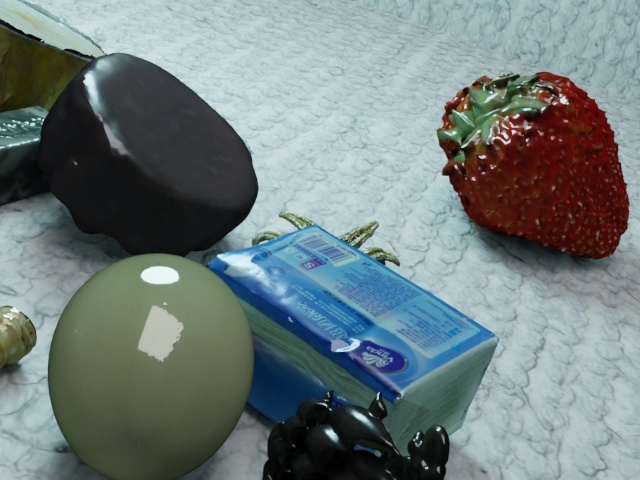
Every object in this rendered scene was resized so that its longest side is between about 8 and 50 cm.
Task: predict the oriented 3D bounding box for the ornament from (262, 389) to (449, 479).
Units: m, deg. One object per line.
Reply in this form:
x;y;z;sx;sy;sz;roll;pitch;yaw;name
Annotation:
0.009;0.214;0.782;0.106;0.260;0.251;13;24;-22;ornament

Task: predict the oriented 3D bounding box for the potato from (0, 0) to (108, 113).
-0.467;-0.249;1.505;0.246;0.196;0.300;40;15;23;potato

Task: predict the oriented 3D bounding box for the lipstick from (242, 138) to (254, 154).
-0.208;-0.110;1.526;0.059;0.059;0.264;34;29;31;lipstick

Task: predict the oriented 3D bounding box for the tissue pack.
0.019;0.113;1.115;0.263;0.146;0.198;33;31;28;tissue pack

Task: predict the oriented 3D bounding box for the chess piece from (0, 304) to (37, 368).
-0.335;0.123;0.982;0.060;0.060;0.172;22;28;10;chess piece

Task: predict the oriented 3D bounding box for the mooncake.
-0.220;-0.099;1.343;0.283;0.141;0.283;33;32;-24;mooncake

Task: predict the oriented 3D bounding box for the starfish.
0.000;0.000;1.440;0.208;0.053;0.176;-1;30;-39;starfish

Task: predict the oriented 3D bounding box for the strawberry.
0.360;-0.116;1.701;0.351;0.267;0.312;35;13;-21;strawberry

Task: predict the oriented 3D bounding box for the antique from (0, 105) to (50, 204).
-0.401;-0.112;1.376;0.088;0.086;0.183;28;27;21;antique

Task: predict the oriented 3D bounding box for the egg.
-0.154;0.115;0.957;0.186;0.186;0.241;15;32;-5;egg
